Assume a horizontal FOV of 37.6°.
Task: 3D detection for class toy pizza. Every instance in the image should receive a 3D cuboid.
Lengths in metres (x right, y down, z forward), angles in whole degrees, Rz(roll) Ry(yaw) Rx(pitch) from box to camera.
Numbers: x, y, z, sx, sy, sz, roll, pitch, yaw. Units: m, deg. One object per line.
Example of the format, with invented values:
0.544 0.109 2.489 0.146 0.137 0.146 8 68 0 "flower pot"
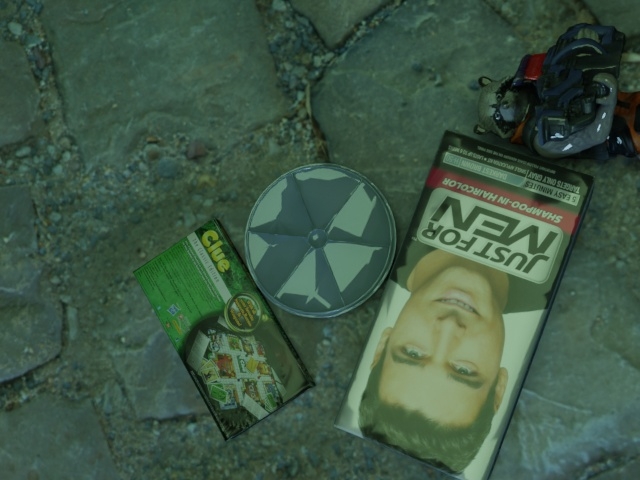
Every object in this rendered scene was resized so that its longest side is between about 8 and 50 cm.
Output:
0.000 0.000 1.215 0.201 0.032 0.201 -2 81 13 "toy pizza"

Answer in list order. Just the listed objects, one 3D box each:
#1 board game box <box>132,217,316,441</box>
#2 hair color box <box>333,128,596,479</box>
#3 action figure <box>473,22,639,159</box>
-0.128 0.114 1.227 0.136 0.030 0.260 -33 75 8 "board game box"
0.174 0.079 1.120 0.185 0.113 0.375 20 86 15 "hair color box"
0.327 -0.119 1.065 0.330 0.341 0.179 16 124 22 "action figure"
